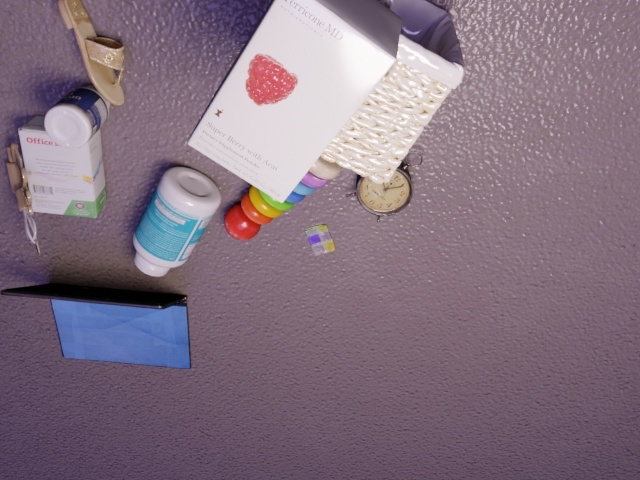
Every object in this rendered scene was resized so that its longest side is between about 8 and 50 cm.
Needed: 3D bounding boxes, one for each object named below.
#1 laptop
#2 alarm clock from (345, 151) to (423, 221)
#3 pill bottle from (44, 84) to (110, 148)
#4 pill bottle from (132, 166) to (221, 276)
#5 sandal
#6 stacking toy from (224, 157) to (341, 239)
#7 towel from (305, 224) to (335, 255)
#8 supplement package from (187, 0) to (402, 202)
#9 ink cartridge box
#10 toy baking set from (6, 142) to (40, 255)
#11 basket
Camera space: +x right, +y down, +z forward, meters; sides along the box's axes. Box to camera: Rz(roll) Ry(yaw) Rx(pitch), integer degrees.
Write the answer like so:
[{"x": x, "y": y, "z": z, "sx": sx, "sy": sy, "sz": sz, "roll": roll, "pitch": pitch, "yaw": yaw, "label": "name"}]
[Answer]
[{"x": -0.560, "y": 0.245, "z": 1.608, "sx": 0.383, "sy": 0.408, "sz": 0.236, "roll": 5, "pitch": 89, "yaw": 0, "label": "laptop"}, {"x": 0.161, "y": -0.137, "z": 1.410, "sx": 0.129, "sy": 0.064, "sz": 0.192, "roll": 38, "pitch": 119, "yaw": -19, "label": "alarm clock"}, {"x": -0.509, "y": -0.271, "z": 1.302, "sx": 0.094, "sy": 0.169, "sz": 0.094, "roll": 1, "pitch": 122, "yaw": 2, "label": "pill bottle"}, {"x": -0.354, "y": -0.035, "z": 1.459, "sx": 0.146, "sy": 0.146, "sz": 0.264, "roll": 28, "pitch": 120, "yaw": -14, "label": "pill bottle"}, {"x": -0.447, "y": -0.399, "z": 1.266, "sx": 0.079, "sy": 0.088, "sz": 0.239, "roll": -14, "pitch": 116, "yaw": 19, "label": "sandal"}, {"x": -0.110, "y": -0.113, "z": 1.411, "sx": 0.141, "sy": 0.141, "sz": 0.330, "roll": 40, "pitch": 121, "yaw": -20, "label": "stacking toy"}, {"x": 0.000, "y": 0.000, "z": 1.540, "sx": 0.060, "sy": 0.009, "sz": 0.083, "roll": -12, "pitch": 121, "yaw": 12, "label": "towel"}, {"x": -0.038, "y": -0.238, "z": 0.911, "sx": 0.178, "sy": 0.175, "sz": 0.293, "roll": 32, "pitch": 126, "yaw": -14, "label": "supplement package"}, {"x": -0.591, "y": -0.170, "z": 1.419, "sx": 0.155, "sy": 0.093, "sz": 0.212, "roll": 6, "pitch": 125, "yaw": -1, "label": "ink cartridge box"}, {"x": -0.698, "y": -0.096, "z": 1.429, "sx": 0.030, "sy": 0.196, "sz": 0.256, "roll": -13, "pitch": 132, "yaw": -28, "label": "toy baking set"}, {"x": 0.054, "y": -0.336, "z": 1.142, "sx": 0.329, "sy": 0.331, "sz": 0.266, "roll": 23, "pitch": 127, "yaw": -11, "label": "basket"}]
